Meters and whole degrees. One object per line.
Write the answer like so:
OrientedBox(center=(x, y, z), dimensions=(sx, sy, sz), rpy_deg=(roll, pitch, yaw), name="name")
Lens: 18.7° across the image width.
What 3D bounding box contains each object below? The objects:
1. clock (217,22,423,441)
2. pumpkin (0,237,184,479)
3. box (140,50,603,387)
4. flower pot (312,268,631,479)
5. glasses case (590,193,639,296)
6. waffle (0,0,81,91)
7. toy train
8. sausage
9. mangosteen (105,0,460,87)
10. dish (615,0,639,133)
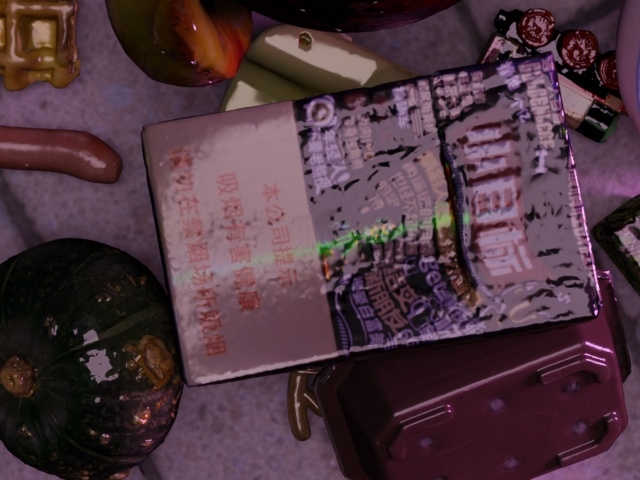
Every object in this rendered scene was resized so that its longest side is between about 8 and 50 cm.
OrientedBox(center=(0.000, 0.000, 1.538), dimensions=(0.235, 0.096, 0.308), rpy_deg=(25, 93, -3), name="clock")
OrientedBox(center=(-0.189, 0.092, 1.504), dimensions=(0.190, 0.146, 0.190), rpy_deg=(9, 118, 17), name="pumpkin")
OrientedBox(center=(0.037, -0.011, 1.432), dimensions=(0.310, 0.084, 0.198), rpy_deg=(-10, 83, 2), name="box")
OrientedBox(center=(0.131, 0.129, 1.509), dimensions=(0.250, 0.084, 0.179), rpy_deg=(-20, 129, -2), name="flower pot")
OrientedBox(center=(0.328, 0.082, 1.554), dimensions=(0.062, 0.095, 0.272), rpy_deg=(-38, 94, -1), name="glasses case")
OrientedBox(center=(-0.280, -0.259, 1.533), dimensions=(0.283, 0.065, 0.309), rpy_deg=(-43, 94, 1), name="waffle")
OrientedBox(center=(0.192, -0.130, 1.562), dimensions=(0.138, 0.050, 0.087), rpy_deg=(27, 96, -4), name="toy train")
OrientedBox(center=(-0.250, -0.073, 1.552), dimensions=(0.186, 0.043, 0.043), rpy_deg=(6, 92, -2), name="sausage")
OrientedBox(center=(-0.016, -0.316, 1.380), dimensions=(0.421, 0.381, 0.381), rpy_deg=(-30, 93, -7), name="mangosteen")
OrientedBox(center=(0.322, -0.194, 1.520), dimensions=(0.273, 0.134, 0.273), rpy_deg=(-17, 128, -23), name="dish")
